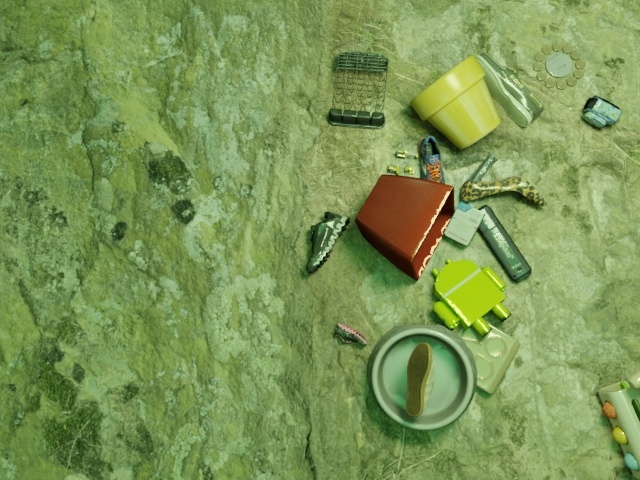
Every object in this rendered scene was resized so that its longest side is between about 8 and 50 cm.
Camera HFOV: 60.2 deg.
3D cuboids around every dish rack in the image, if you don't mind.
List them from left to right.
[{"bbox_3d":[0.140,-0.542,1.969,0.208,0.074,0.272,6,78,2],"label":"dish rack"}]

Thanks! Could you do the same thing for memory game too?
[{"bbox_3d":[0.855,-0.627,1.981,0.186,0.012,0.186,-1,79,3],"label":"memory game"}]

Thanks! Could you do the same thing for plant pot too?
[{"bbox_3d":[0.266,-0.063,1.786,0.235,0.267,0.267,28,81,21],"label":"plant pot"},{"bbox_3d":[0.472,-0.448,1.860,0.254,0.254,0.239,-38,96,-5],"label":"plant pot"}]

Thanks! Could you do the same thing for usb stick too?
[{"bbox_3d":[0.604,0.008,1.850,0.077,0.045,0.278,-31,80,-2],"label":"usb stick"}]

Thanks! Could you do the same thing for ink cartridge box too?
[{"bbox_3d":[0.481,-0.055,1.842,0.088,0.052,0.122,30,100,18],"label":"ink cartridge box"}]

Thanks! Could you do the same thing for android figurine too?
[{"bbox_3d":[0.480,0.175,1.798,0.248,0.056,0.273,-35,67,-14],"label":"android figurine"}]

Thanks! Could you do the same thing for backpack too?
[{"bbox_3d":[0.962,-0.434,1.895,0.114,0.105,0.084,28,104,7],"label":"backpack"}]

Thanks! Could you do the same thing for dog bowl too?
[{"bbox_3d":[0.317,0.426,1.728,0.348,0.102,0.349,-1,84,9],"label":"dog bowl"}]

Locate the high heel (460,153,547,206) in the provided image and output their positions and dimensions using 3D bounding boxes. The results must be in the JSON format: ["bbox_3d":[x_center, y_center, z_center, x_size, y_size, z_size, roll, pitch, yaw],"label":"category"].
[{"bbox_3d":[0.613,-0.145,1.868,0.261,0.093,0.186,38,93,8],"label":"high heel"}]

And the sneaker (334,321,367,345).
[{"bbox_3d":[0.098,0.319,1.817,0.119,0.047,0.057,31,98,11],"label":"sneaker"}]

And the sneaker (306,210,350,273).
[{"bbox_3d":[0.000,0.000,1.866,0.106,0.078,0.234,30,78,11],"label":"sneaker"}]

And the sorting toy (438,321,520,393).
[{"bbox_3d":[0.509,0.359,1.785,0.208,0.038,0.193,32,82,11],"label":"sorting toy"}]

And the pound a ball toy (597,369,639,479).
[{"bbox_3d":[0.947,0.549,1.645,0.135,0.208,0.319,-19,79,-2],"label":"pound a ball toy"}]

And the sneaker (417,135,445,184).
[{"bbox_3d":[0.379,-0.259,1.891,0.083,0.087,0.221,-12,78,1],"label":"sneaker"}]

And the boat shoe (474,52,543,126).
[{"bbox_3d":[0.652,-0.539,1.927,0.091,0.109,0.305,-38,86,-5],"label":"boat shoe"}]

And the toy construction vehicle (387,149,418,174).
[{"bbox_3d":[0.287,-0.272,1.924,0.098,0.035,0.086,12,80,5],"label":"toy construction vehicle"}]

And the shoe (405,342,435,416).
[{"bbox_3d":[0.301,0.417,1.656,0.076,0.058,0.219,4,79,43],"label":"shoe"}]
